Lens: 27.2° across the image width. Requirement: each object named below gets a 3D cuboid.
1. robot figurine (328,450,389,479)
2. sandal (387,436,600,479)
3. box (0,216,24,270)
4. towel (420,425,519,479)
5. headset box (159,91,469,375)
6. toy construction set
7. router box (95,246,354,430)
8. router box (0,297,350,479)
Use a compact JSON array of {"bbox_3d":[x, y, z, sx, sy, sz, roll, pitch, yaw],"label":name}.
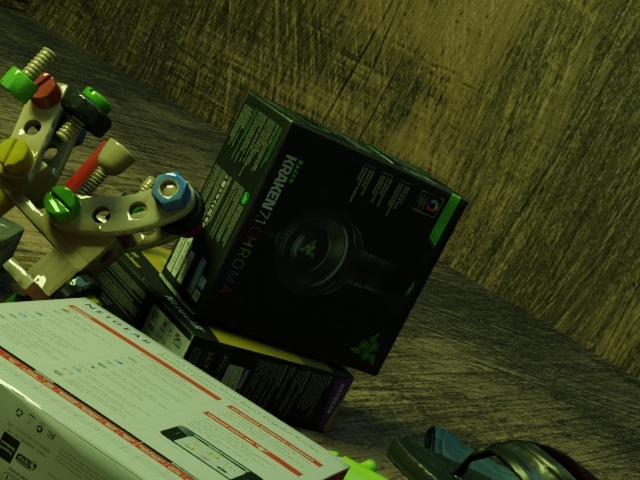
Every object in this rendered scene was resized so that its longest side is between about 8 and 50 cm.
[{"bbox_3d":[0.026,0.252,1.303,0.115,0.067,0.101,28,19,9],"label":"robot figurine"},{"bbox_3d":[0.277,0.294,1.356,0.445,0.107,0.167,26,2,25],"label":"sandal"},{"bbox_3d":[-0.451,-0.013,1.473,0.183,0.056,0.231,27,10,-2],"label":"box"},{"bbox_3d":[0.291,0.350,1.575,0.370,0.040,0.271,26,10,-3],"label":"towel"},{"bbox_3d":[0.000,0.000,1.548,0.283,0.246,0.131,22,10,-32],"label":"headset box"},{"bbox_3d":[-0.294,-0.025,1.482,0.257,0.237,0.309,41,-9,-6],"label":"toy construction set"},{"bbox_3d":[-0.140,0.104,1.603,0.243,0.081,0.309,19,12,-39],"label":"router box"},{"bbox_3d":[-0.175,0.169,1.165,0.335,0.082,0.301,30,10,19],"label":"router box"}]
